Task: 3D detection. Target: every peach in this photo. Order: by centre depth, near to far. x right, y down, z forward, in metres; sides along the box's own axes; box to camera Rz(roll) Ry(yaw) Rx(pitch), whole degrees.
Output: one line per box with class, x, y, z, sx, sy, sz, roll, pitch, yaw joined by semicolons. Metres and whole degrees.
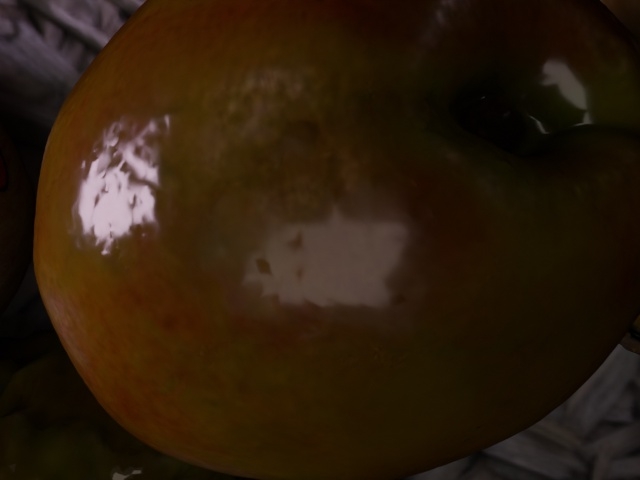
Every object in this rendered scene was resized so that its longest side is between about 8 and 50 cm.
peach;0.010;-0.013;0.963;0.308;0.308;0.332;44;135;-9

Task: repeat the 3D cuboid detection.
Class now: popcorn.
popcorn;-0.128;0.217;1.226;0.321;0.290;0.326;-2;98;21

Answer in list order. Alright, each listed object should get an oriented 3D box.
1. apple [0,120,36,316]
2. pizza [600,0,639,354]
apple;-0.284;-0.016;1.201;0.211;0.188;0.211;6;120;10
pizza;0.285;-0.031;1.077;0.435;0.080;0.392;-31;105;30
